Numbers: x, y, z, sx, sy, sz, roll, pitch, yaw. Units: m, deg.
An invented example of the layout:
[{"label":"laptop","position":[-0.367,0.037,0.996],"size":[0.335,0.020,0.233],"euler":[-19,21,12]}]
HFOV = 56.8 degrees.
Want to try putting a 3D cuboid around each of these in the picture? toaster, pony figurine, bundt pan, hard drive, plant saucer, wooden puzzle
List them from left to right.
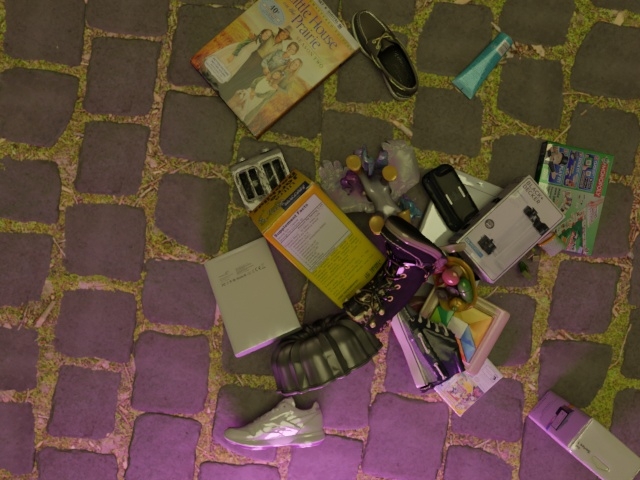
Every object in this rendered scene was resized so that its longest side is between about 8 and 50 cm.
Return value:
[{"label":"hard drive","position":[-0.202,0.161,1.737],"size":[0.203,0.040,0.307],"euler":[-24,66,-1]},{"label":"toaster","position":[-0.168,-0.174,1.761],"size":[0.168,0.110,0.186],"euler":[-21,92,0]},{"label":"bundt pan","position":[0.003,0.301,1.670],"size":[0.331,0.331,0.124],"euler":[-23,94,-1]},{"label":"pony figurine","position":[0.162,-0.136,1.691],"size":[0.303,0.363,0.351],"euler":[-21,76,6]},{"label":"plant saucer","position":[0.304,0.256,1.830],"size":[0.168,0.029,0.168],"euler":[0,92,-3]},{"label":"hard drive","position":[0.420,-0.023,1.818],"size":[0.233,0.047,0.353],"euler":[22,91,-3]},{"label":"wooden puzzle","position":[0.411,0.257,1.769],"size":[0.238,0.044,0.221],"euler":[28,96,9]}]

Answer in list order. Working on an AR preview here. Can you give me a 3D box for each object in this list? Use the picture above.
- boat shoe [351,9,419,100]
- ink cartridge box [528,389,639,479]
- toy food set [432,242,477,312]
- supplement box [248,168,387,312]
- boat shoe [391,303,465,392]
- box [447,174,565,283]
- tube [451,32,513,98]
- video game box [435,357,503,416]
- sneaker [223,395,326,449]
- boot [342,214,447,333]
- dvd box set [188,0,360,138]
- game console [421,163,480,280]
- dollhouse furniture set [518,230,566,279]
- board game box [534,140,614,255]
[{"label":"boat shoe","position":[0.199,-0.565,1.769],"size":[0.109,0.091,0.305],"euler":[-32,92,-8]},{"label":"ink cartridge box","position":[0.766,0.577,1.730],"size":[0.201,0.278,0.117],"euler":[40,90,-3]},{"label":"toy food set","position":[0.368,0.121,1.689],"size":[0.128,0.071,0.218],"euler":[-3,113,37]},{"label":"supplement box","position":[0.000,0.000,1.674],"size":[0.194,0.195,0.356],"euler":[-45,115,0]},{"label":"boat shoe","position":[0.302,0.258,1.728],"size":[0.158,0.127,0.340],"euler":[-22,89,10]},{"label":"box","position":[0.536,-0.034,1.714],"size":[0.290,0.087,0.169],"euler":[-41,93,-3]},{"label":"tube","position":[0.499,-0.538,1.808],"size":[0.080,0.052,0.207],"euler":[41,95,2]},{"label":"video game box","position":[0.426,0.404,1.829],"size":[0.187,0.048,0.205],"euler":[-42,92,-3]},{"label":"sneaker","position":[-0.140,0.553,1.797],"size":[0.305,0.114,0.152],"euler":[-2,78,-6]},{"label":"boot","position":[0.177,0.097,1.523],"size":[0.138,0.377,0.284],"euler":[43,97,21]},{"label":"dvd box set","position":[-0.134,-0.555,1.776],"size":[0.420,0.062,0.307],"euler":[-40,93,0]},{"label":"game console","position":[0.444,-0.067,1.774],"size":[0.213,0.044,0.361],"euler":[-32,93,-3]},{"label":"dollhouse furniture set","position":[0.670,0.047,1.791],"size":[0.076,0.058,0.151],"euler":[39,115,-17]},{"label":"board game box","position":[0.761,-0.128,1.827],"size":[0.213,0.046,0.317],"euler":[13,91,-3]}]
